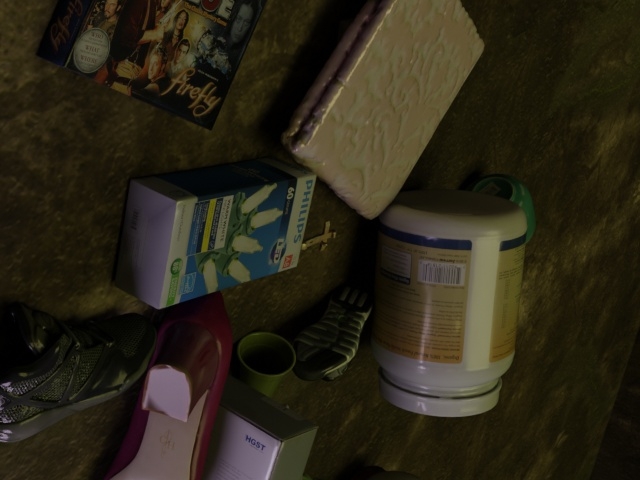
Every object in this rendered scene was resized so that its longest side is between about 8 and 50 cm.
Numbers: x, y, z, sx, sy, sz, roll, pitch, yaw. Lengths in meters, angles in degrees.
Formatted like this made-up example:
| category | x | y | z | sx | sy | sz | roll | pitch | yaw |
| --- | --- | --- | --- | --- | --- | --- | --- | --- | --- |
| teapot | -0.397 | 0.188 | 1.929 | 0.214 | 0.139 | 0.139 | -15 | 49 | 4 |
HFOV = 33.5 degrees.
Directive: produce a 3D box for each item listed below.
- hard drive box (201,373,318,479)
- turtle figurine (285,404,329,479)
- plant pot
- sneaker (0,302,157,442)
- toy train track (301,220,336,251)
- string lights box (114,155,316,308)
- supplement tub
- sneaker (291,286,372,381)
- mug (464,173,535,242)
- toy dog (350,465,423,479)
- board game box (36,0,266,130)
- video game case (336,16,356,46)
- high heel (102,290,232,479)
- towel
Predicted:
| category | x | y | z | sx | sy | sz | roll | pitch | yaw |
| --- | --- | --- | --- | --- | --- | --- | --- | --- | --- |
| hard drive box | -0.127 | 0.317 | 1.418 | 0.089 | 0.181 | 0.232 | -6 | 118 | -57 |
| turtle figurine | -0.102 | 0.402 | 1.605 | 0.266 | 0.275 | 0.198 | -51 | 177 | 17 |
| plant pot | -0.084 | 0.185 | 1.500 | 0.083 | 0.083 | 0.079 | -32 | 151 | -43 |
| sneaker | -0.263 | 0.114 | 1.140 | 0.228 | 0.087 | 0.130 | -25 | 139 | -41 |
| toy train track | 0.000 | 0.000 | 1.544 | 0.083 | 0.014 | 0.048 | -21 | 129 | -50 |
| string lights box | -0.121 | -0.017 | 1.276 | 0.260 | 0.077 | 0.133 | -16 | 124 | -53 |
| supplement tub | 0.195 | 0.093 | 1.661 | 0.228 | 0.228 | 0.316 | -17 | 114 | -52 |
| sneaker | 0.014 | 0.177 | 1.603 | 0.228 | 0.086 | 0.132 | -47 | 156 | -54 |
| mug | 0.308 | -0.043 | 1.868 | 0.097 | 0.130 | 0.157 | 67 | 26 | -48 |
| toy dog | 0.056 | 0.553 | 1.851 | 0.408 | 0.285 | 0.395 | -26 | 115 | -49 |
| board game box | -0.162 | -0.222 | 1.089 | 0.243 | 0.042 | 0.165 | 17 | 98 | -60 |
| video game case | 0.068 | -0.242 | 1.461 | 0.157 | 0.019 | 0.143 | -25 | 132 | -48 |
| high heel | -0.185 | 0.244 | 1.359 | 0.181 | 0.127 | 0.377 | -65 | 178 | -57 |
| towel | 0.092 | -0.205 | 1.446 | 0.317 | 0.053 | 0.332 | -59 | 154 | -2 |
